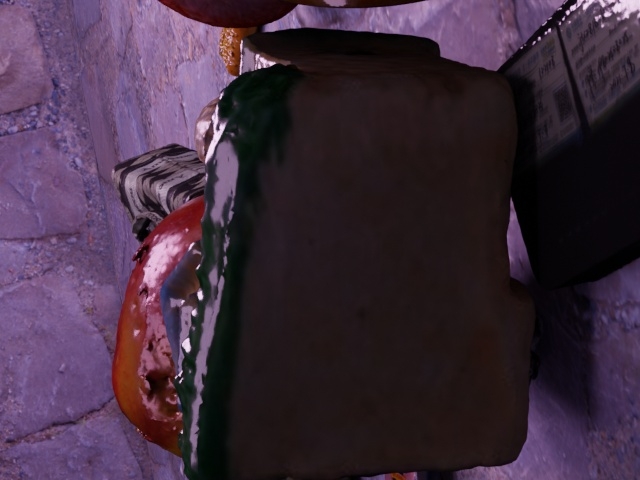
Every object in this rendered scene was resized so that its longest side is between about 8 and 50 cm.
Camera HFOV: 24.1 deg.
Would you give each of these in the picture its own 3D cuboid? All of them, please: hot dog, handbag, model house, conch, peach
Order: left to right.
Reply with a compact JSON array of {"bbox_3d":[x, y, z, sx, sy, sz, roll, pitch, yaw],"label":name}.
[{"bbox_3d":[-0.188,0.026,2.421,0.416,0.180,0.317,22,128,66],"label":"handbag"},{"bbox_3d":[-0.122,-0.143,2.166,0.207,0.130,0.155,-132,28,-66],"label":"conch"},{"bbox_3d":[-0.118,-0.310,2.186,0.165,0.045,0.071,102,153,-53],"label":"hot dog"},{"bbox_3d":[-0.101,0.115,2.067,0.417,0.353,0.339,-56,36,3],"label":"peach"},{"bbox_3d":[0.000,0.000,1.432,0.342,0.334,0.382,-142,53,-66],"label":"model house"}]

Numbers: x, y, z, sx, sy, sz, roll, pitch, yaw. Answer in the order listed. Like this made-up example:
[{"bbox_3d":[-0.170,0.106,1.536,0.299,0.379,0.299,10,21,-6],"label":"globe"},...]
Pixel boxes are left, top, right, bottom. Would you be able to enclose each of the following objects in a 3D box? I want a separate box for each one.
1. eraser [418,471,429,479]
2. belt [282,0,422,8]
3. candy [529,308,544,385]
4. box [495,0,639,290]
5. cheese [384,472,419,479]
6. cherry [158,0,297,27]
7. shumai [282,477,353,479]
[{"bbox_3d":[0.109,0.281,1.884,0.084,0.027,0.063,-135,41,-61],"label":"eraser"},{"bbox_3d":[0.035,-0.317,1.454,0.338,0.217,0.122,35,139,60],"label":"belt"},{"bbox_3d":[0.165,0.065,1.546,0.226,0.051,0.094,-124,26,-50],"label":"candy"},{"bbox_3d":[0.240,-0.097,1.216,0.350,0.058,0.211,135,123,-69],"label":"box"},{"bbox_3d":[0.093,0.217,1.796,0.189,0.074,0.286,-168,74,-72],"label":"cheese"},{"bbox_3d":[-0.129,-0.378,1.878,0.206,0.239,0.239,-133,36,-63],"label":"cherry"},{"bbox_3d":[-0.001,0.372,2.177,0.142,0.184,0.184,46,158,3],"label":"shumai"}]
